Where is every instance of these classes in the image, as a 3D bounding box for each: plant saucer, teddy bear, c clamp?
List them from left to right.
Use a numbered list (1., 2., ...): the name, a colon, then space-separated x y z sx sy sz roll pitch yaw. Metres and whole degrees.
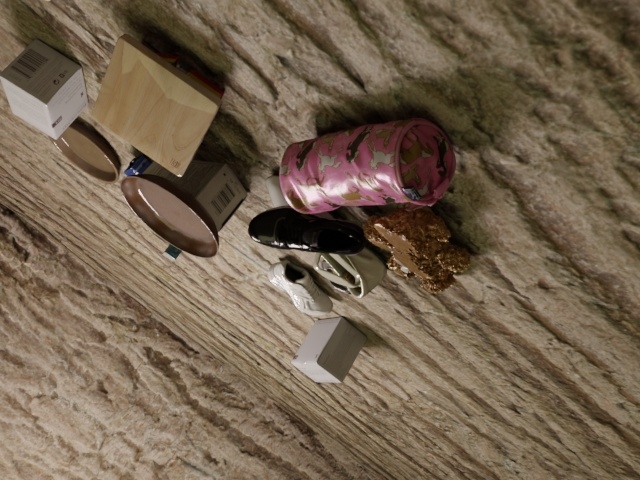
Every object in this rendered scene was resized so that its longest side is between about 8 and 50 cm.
1. plant saucer: -0.746 -0.288 2.329 0.278 0.041 0.278 27 154 14
2. plant saucer: -0.384 -0.071 1.920 0.311 0.050 0.310 26 152 15
3. c clamp: 0.060 0.110 2.096 0.137 0.022 0.160 24 153 19
4. teddy bear: 0.221 0.011 1.653 0.245 0.113 0.338 22 161 40

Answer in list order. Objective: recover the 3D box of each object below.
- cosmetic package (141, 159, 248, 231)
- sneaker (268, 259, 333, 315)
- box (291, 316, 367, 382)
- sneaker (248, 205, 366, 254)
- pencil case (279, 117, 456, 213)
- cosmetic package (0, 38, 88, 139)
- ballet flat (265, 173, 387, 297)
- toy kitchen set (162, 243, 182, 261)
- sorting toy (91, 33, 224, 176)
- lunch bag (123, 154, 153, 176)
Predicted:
1. cosmetic package: -0.366 -0.131 2.023 0.296 0.153 0.129 12 147 41
2. sneaker: -0.051 0.144 2.219 0.232 0.090 0.115 37 152 -9
3. box: 0.027 0.359 2.399 0.119 0.181 0.181 40 155 -18
4. sneaker: -0.033 -0.021 1.714 0.284 0.107 0.124 5 -175 5
5. pencil case: 0.079 -0.139 1.469 0.160 0.167 0.386 11 173 -39
6. cosmetic package: -0.738 -0.404 1.977 0.151 0.151 0.183 32 156 3
7. ballet flat: 0.000 0.000 1.843 0.400 0.139 0.139 41 154 -15
8. toy kitchen set: -0.482 -0.065 2.262 0.207 0.166 0.122 38 155 -9
9. sorting toy: -0.365 -0.317 1.685 0.255 0.089 0.257 35 135 -5
10. lunch bag: -0.539 -0.213 2.180 0.065 0.067 0.098 42 153 -19
